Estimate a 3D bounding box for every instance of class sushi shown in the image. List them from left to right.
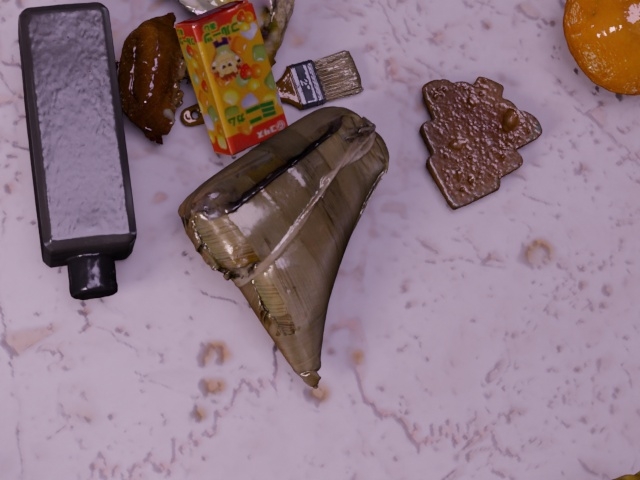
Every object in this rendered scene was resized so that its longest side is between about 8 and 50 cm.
[{"bbox_3d":[-0.142,-0.144,1.368,0.060,0.061,0.118,16,89,-50],"label":"sushi"}]

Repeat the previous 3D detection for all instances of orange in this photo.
[{"bbox_3d":[0.290,-0.203,1.436,0.135,0.117,0.136,3,69,-9],"label":"orange"}]

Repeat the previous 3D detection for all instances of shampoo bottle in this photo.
[{"bbox_3d":[-0.205,-0.073,1.323,0.079,0.080,0.246,-6,78,-11],"label":"shampoo bottle"}]

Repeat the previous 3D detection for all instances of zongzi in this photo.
[{"bbox_3d":[0.000,0.000,1.342,0.194,0.099,0.197,-37,97,-17],"label":"zongzi"}]

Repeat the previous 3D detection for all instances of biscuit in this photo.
[{"bbox_3d":[0.136,-0.088,1.427,0.119,0.019,0.130,22,73,-6],"label":"biscuit"}]

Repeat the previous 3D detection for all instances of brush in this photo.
[{"bbox_3d":[-0.045,-0.131,1.404,0.170,0.014,0.043,-17,82,-13],"label":"brush"}]

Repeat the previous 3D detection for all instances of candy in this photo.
[{"bbox_3d":[-0.076,-0.141,1.351,0.062,0.038,0.122,-27,111,-27],"label":"candy"}]

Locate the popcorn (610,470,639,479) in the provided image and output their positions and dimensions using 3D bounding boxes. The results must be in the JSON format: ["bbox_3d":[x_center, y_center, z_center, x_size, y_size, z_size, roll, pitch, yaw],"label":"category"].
[{"bbox_3d":[0.286,0.299,1.281,0.235,0.181,0.217,23,75,0],"label":"popcorn"}]

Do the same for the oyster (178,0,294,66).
[{"bbox_3d":[-0.090,-0.265,1.401,0.209,0.072,0.133,37,97,14],"label":"oyster"}]
